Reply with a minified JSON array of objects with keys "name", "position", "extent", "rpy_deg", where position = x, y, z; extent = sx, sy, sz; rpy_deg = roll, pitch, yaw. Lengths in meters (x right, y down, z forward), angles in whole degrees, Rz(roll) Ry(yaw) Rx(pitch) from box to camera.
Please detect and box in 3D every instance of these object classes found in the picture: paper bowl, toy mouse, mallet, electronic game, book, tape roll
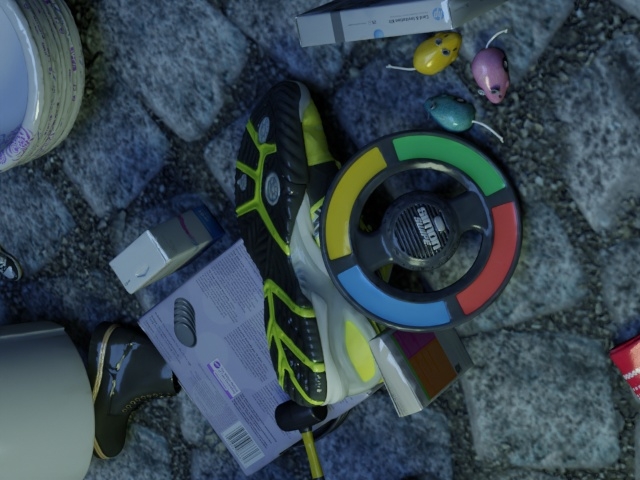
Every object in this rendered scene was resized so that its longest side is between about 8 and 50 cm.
[{"name":"paper bowl","position":[-0.425,-0.235,1.955],"extent":[0.284,0.148,0.284],"rpy_deg":[12,114,29]},{"name":"toy mouse","position":[0.160,-0.166,1.684],"extent":[0.161,0.031,0.143],"rpy_deg":[-29,90,36]},{"name":"mallet","position":[-0.012,0.283,1.847],"extent":[0.062,0.039,0.189],"rpy_deg":[-11,87,35]},{"name":"electronic game","position":[0.113,-0.011,1.699],"extent":[0.229,0.048,0.229],"rpy_deg":[0,90,-1]},{"name":"book","position":[0.117,0.130,1.748],"extent":[0.035,0.144,0.096],"rpy_deg":[-25,93,36]},{"name":"tape roll","position":[-0.440,0.238,2.073],"extent":[0.246,0.169,0.246],"rpy_deg":[12,105,53]}]

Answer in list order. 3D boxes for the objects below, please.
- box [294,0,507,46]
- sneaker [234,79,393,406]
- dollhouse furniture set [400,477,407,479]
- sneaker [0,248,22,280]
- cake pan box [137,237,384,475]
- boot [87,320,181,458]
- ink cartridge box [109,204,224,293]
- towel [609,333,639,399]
[{"name":"box","position":[0.089,-0.250,1.629],"extent":[0.186,0.145,0.038],"rpy_deg":[-4,107,32]},{"name":"sneaker","position":[0.000,0.000,1.793],"extent":[0.145,0.147,0.384],"rpy_deg":[-19,79,61]},{"name":"dollhouse furniture set","position":[0.168,0.489,1.823],"extent":[0.374,0.201,0.152],"rpy_deg":[39,123,7]},{"name":"sneaker","position":[-0.459,0.029,2.141],"extent":[0.083,0.037,0.032],"rpy_deg":[44,123,10]},{"name":"cake pan box","position":[-0.072,0.140,1.918],"extent":[0.246,0.070,0.267],"rpy_deg":[-39,84,36]},{"name":"boot","position":[-0.247,0.218,2.058],"extent":[0.137,0.077,0.197],"rpy_deg":[12,114,23]},{"name":"ink cartridge box","position":[-0.194,0.011,1.914],"extent":[0.088,0.122,0.052],"rpy_deg":[-38,85,35]},{"name":"towel","position":[0.456,0.187,1.627],"extent":[0.199,0.031,0.275],"rpy_deg":[-36,87,37]}]
